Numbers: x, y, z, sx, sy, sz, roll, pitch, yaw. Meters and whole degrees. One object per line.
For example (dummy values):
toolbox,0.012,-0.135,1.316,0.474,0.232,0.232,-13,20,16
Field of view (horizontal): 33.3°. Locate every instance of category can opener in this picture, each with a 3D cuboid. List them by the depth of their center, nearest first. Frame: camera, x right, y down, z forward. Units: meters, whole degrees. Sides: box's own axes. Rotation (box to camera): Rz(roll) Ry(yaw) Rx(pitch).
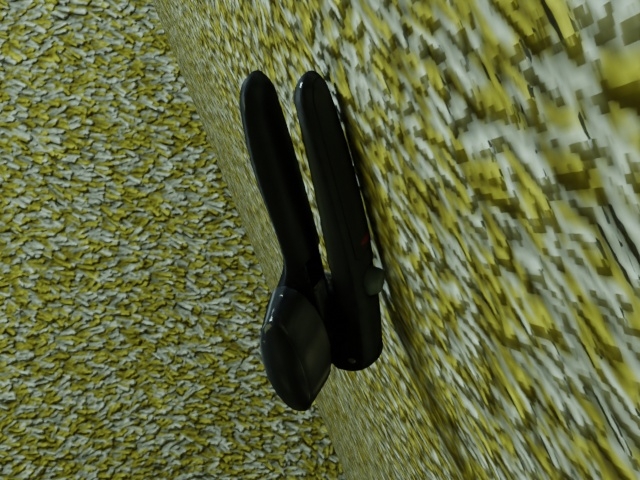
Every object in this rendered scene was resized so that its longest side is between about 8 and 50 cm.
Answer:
can opener,0.000,0.000,0.504,0.073,0.059,0.186,-78,-13,-49
